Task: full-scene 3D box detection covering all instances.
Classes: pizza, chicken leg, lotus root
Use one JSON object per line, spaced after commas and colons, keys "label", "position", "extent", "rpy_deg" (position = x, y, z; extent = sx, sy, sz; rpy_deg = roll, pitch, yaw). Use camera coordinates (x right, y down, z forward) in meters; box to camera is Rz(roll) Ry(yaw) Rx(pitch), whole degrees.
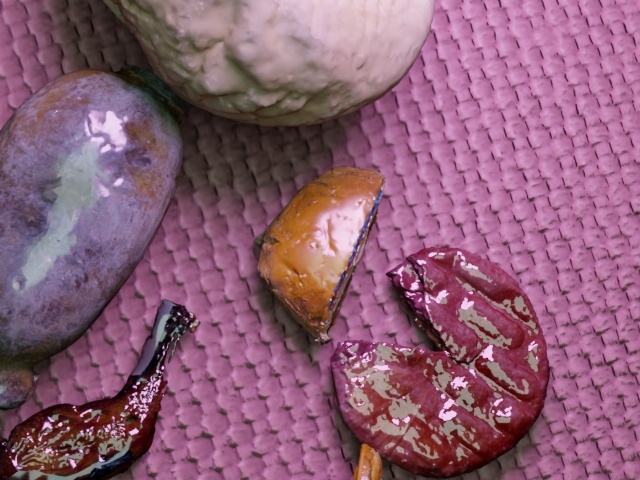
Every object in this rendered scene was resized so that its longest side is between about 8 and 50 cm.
{"label": "pizza", "position": [0.044, 0.259, 1.577], "extent": [0.026, 0.108, 0.123], "rpy_deg": [-3, 56, 13]}
{"label": "chicken leg", "position": [-0.200, 0.161, 1.582], "extent": [0.253, 0.051, 0.106], "rpy_deg": [-41, 84, -15]}
{"label": "lotus root", "position": [-0.241, -0.012, 1.544], "extent": [0.175, 0.175, 0.349], "rpy_deg": [27, 79, -4]}

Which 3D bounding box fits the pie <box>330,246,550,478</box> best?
{"label": "pie", "position": [0.115, 0.121, 1.631], "extent": [0.218, 0.054, 0.204], "rpy_deg": [-40, 89, -14]}

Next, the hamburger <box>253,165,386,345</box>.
{"label": "hamburger", "position": [-0.007, 0.002, 1.613], "extent": [0.102, 0.087, 0.176], "rpy_deg": [22, 81, -6]}

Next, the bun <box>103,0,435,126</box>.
{"label": "bun", "position": [-0.073, -0.256, 1.552], "extent": [0.352, 0.349, 0.227], "rpy_deg": [39, 121, -14]}
